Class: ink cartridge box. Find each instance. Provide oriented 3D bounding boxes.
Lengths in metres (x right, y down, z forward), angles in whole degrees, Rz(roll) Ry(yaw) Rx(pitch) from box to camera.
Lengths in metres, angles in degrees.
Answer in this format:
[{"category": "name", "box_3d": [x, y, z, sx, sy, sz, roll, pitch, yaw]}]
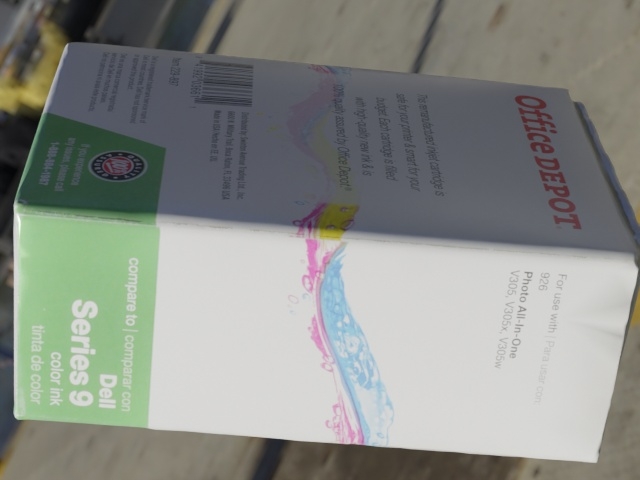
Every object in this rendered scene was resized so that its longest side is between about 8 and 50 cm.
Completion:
[{"category": "ink cartridge box", "box_3d": [0.000, 0.000, 0.619, 0.154, 0.212, 0.093, -93, 7, -63]}]
